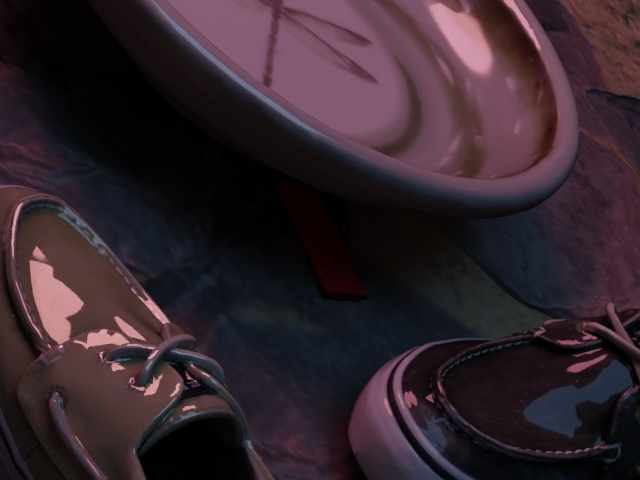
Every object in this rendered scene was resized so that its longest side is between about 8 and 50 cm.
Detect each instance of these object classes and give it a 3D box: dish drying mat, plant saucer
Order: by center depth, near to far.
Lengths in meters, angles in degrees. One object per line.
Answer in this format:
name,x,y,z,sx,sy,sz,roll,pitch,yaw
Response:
dish drying mat,0.000,0.000,0.843,0.032,0.008,0.083,9,46,-42
plant saucer,-0.020,-0.146,0.905,0.400,0.100,0.400,28,34,-21

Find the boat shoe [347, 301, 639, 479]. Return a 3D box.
boat shoe,0.155,0.083,0.806,0.335,0.119,0.121,1,51,-47

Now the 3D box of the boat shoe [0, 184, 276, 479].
boat shoe,-0.067,0.086,0.587,0.109,0.094,0.302,-1,52,-47
